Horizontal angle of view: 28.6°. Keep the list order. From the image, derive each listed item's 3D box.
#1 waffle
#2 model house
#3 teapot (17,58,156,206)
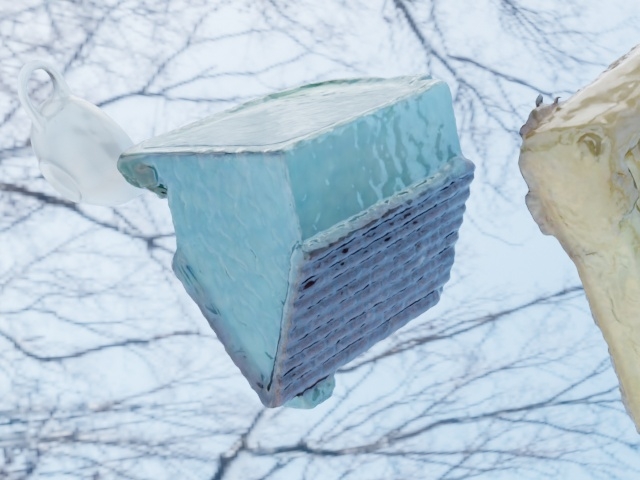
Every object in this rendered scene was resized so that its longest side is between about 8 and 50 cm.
[{"bbox_3d":[0.317,-0.041,0.997,0.077,0.348,0.304,3,-55,50],"label":"waffle"},{"bbox_3d":[0.000,0.000,1.151,0.230,0.281,0.248,4,-67,44],"label":"model house"},{"bbox_3d":[-0.269,-0.105,1.414,0.145,0.226,0.092,8,-128,44],"label":"teapot"}]
